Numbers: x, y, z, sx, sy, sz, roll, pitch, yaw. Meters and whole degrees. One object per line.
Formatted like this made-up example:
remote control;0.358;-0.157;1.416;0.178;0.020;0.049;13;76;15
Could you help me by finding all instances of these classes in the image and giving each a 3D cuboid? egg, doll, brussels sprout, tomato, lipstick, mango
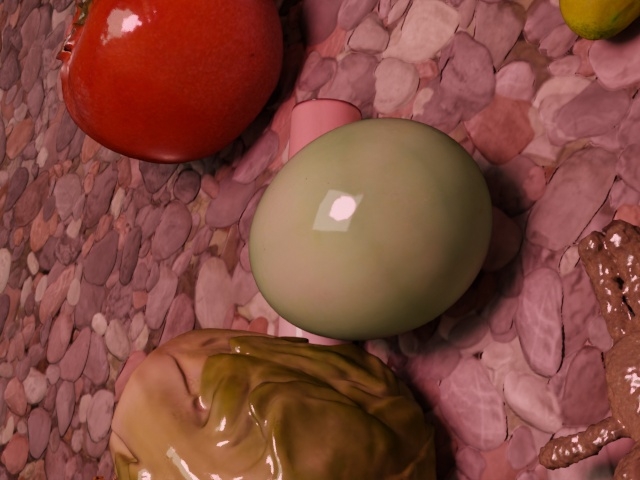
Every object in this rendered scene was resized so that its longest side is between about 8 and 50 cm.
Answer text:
egg;0.049;-0.008;1.327;0.270;0.220;0.220;-33;51;38
doll;0.289;0.115;1.100;0.203;0.091;0.286;6;63;30
brussels sprout;-0.038;0.219;1.293;0.328;0.328;0.247;36;107;52
tomato;-0.195;-0.271;1.716;0.341;0.273;0.341;-52;28;43
lipstick;0.000;0.000;1.497;0.087;0.087;0.327;-19;61;47
mango;0.287;-0.276;1.247;0.163;0.089;0.117;-50;42;27

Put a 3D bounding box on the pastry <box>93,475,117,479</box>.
pastry;-0.286;0.388;1.727;0.080;0.056;0.140;-5;78;58
